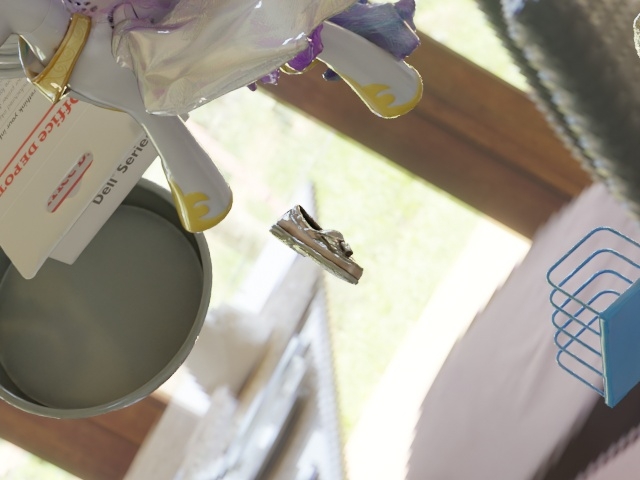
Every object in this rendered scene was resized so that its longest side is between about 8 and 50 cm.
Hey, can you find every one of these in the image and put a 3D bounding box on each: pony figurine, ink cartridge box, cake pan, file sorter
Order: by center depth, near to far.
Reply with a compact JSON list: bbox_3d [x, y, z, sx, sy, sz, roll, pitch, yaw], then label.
[{"bbox_3d":[-0.091,-0.159,1.026,0.351,0.363,0.303,-29,60,24],"label":"pony figurine"},{"bbox_3d":[-0.274,-0.124,1.585,0.207,0.119,0.353,-50,52,12],"label":"ink cartridge box"},{"bbox_3d":[-0.255,0.064,1.756,0.293,0.293,0.054,-64,-21,-16],"label":"cake pan"},{"bbox_3d":[0.339,0.086,1.861,0.118,0.104,0.170,-39,-39,-21],"label":"file sorter"}]

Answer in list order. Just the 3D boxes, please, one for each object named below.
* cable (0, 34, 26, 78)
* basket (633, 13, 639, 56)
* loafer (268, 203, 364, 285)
[{"bbox_3d":[-0.264,-0.265,1.301,0.257,0.257,0.089,-34,13,28],"label":"cable"},{"bbox_3d":[0.318,-0.160,1.255,0.113,0.103,0.167,-44,-11,8],"label":"basket"},{"bbox_3d":[0.000,0.000,1.404,0.039,0.045,0.125,-54,41,-5],"label":"loafer"}]
